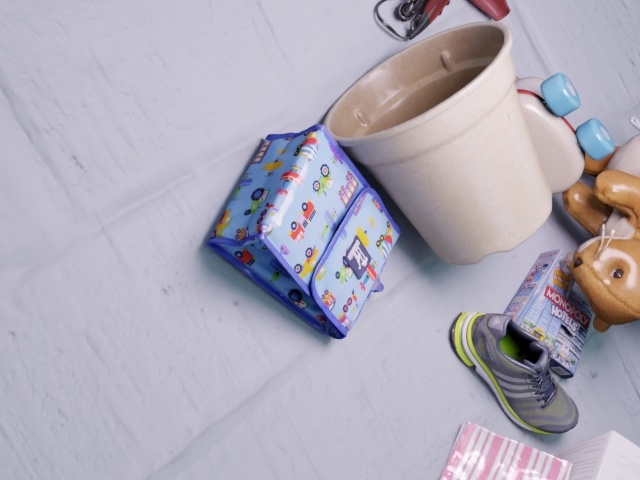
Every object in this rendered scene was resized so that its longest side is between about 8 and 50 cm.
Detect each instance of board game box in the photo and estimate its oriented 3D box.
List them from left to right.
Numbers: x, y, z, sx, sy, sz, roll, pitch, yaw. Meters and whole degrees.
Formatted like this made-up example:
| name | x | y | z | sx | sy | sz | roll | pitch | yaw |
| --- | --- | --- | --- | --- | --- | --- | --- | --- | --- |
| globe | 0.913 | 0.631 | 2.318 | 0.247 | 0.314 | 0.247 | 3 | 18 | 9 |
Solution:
| name | x | y | z | sx | sy | sz | roll | pitch | yaw |
| --- | --- | --- | --- | --- | --- | --- | --- | --- | --- |
| board game box | 0.435 | 0.126 | 1.883 | 0.194 | 0.060 | 0.194 | 34 | 65 | -23 |

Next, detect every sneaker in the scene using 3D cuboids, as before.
| name | x | y | z | sx | sy | sz | roll | pitch | yaw |
| --- | --- | --- | --- | --- | --- | --- | --- | --- | --- |
| sneaker | 0.361 | 0.236 | 1.774 | 0.300 | 0.121 | 0.111 | 43 | 61 | -19 |

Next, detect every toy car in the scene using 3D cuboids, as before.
| name | x | y | z | sx | sy | sz | roll | pitch | yaw |
| --- | --- | --- | --- | --- | --- | --- | --- | --- | --- |
| toy car | 0.402 | -0.217 | 1.879 | 0.210 | 0.219 | 0.238 | 47 | 31 | -17 |

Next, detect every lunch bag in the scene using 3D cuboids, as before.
| name | x | y | z | sx | sy | sz | roll | pitch | yaw |
| --- | --- | --- | --- | --- | --- | --- | --- | --- | --- |
| lunch bag | 0.000 | 0.000 | 1.604 | 0.293 | 0.138 | 0.221 | 45 | 59 | -32 |

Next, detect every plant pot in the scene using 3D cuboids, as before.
| name | x | y | z | sx | sy | sz | roll | pitch | yaw |
| --- | --- | --- | --- | --- | --- | --- | --- | --- | --- |
| plant pot | 0.222 | -0.140 | 1.667 | 0.334 | 0.333 | 0.305 | -47 | 117 | -30 |

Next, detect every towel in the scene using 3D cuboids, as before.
| name | x | y | z | sx | sy | sz | roll | pitch | yaw |
| --- | --- | --- | --- | --- | --- | --- | --- | --- | --- |
| towel | 0.307 | 0.399 | 1.693 | 0.197 | 0.029 | 0.144 | 20 | 64 | 17 |

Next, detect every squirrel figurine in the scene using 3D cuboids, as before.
| name | x | y | z | sx | sy | sz | roll | pitch | yaw |
| --- | --- | --- | --- | --- | --- | --- | --- | --- | --- |
| squirrel figurine | 0.626 | 0.010 | 1.851 | 0.397 | 0.281 | 0.371 | 32 | 60 | -19 |

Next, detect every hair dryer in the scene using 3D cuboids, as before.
| name | x | y | z | sx | sy | sz | roll | pitch | yaw |
| --- | --- | --- | --- | --- | --- | --- | --- | --- | --- |
| hair dryer | 0.229 | -0.466 | 1.875 | 0.293 | 0.080 | 0.224 | 6 | 93 | -27 |

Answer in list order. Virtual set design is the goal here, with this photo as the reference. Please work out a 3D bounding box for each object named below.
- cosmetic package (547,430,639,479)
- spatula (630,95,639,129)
| name | x | y | z | sx | sy | sz | roll | pitch | yaw |
| --- | --- | --- | --- | --- | --- | --- | --- | --- | --- |
| cosmetic package | 0.425 | 0.530 | 1.675 | 0.156 | 0.217 | 0.385 | 33 | 60 | -6 |
| spatula | 0.766 | -0.250 | 2.198 | 0.242 | 0.019 | 0.168 | 31 | 66 | -24 |
